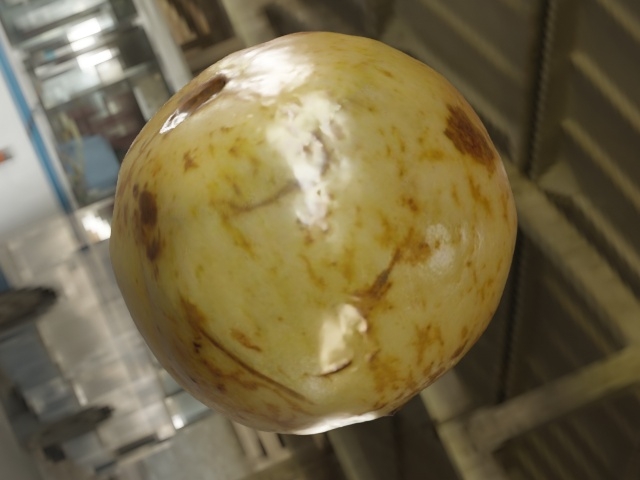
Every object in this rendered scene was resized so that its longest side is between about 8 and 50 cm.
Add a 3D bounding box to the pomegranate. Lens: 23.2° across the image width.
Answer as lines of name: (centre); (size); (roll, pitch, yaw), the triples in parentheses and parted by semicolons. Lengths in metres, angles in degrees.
pomegranate: (0.000, 0.000, 0.821); (0.215, 0.215, 0.215); (157, -90, -82)
